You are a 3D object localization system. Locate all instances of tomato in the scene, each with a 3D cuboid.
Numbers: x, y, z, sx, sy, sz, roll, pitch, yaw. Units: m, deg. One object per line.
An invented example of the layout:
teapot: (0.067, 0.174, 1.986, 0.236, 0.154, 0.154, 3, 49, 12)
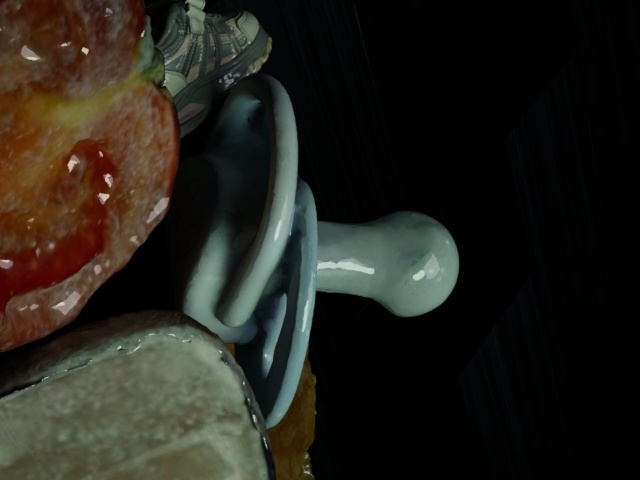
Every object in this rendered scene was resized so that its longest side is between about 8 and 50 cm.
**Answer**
tomato: (-0.237, -0.071, 0.862, 0.309, 0.170, 0.308, -29, 131, -39)

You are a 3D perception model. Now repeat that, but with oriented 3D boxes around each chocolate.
chocolate: (-0.193, 0.147, 0.958, 0.303, 0.100, 0.185, -24, 129, -6)

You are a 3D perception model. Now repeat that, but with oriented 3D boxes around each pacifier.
pacifier: (0.000, 0.000, 1.062, 0.226, 0.287, 0.238, 6, 124, -20)

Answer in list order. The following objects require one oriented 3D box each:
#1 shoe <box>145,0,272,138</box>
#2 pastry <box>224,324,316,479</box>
shoe: (-0.116, -0.145, 1.098, 0.180, 0.089, 0.092, -49, 122, -42)
pastry: (-0.083, 0.162, 1.206, 0.218, 0.100, 0.228, -25, 114, -54)
